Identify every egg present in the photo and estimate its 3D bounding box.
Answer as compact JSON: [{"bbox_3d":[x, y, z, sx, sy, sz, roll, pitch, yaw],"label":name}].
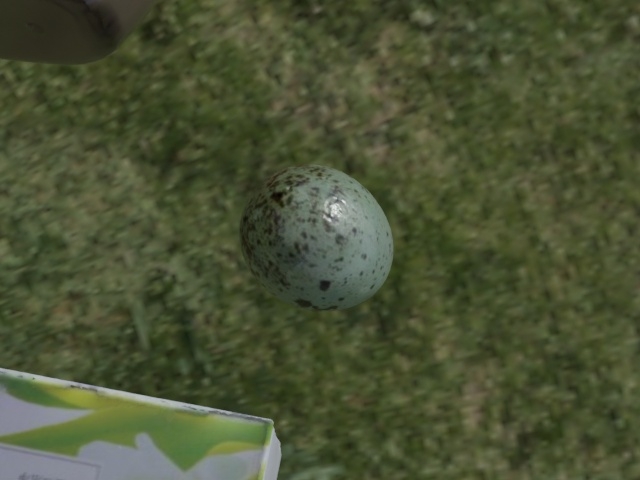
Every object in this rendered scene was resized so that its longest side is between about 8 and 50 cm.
[{"bbox_3d":[0.000,0.000,1.154,0.110,0.085,0.085,23,65,-47],"label":"egg"}]

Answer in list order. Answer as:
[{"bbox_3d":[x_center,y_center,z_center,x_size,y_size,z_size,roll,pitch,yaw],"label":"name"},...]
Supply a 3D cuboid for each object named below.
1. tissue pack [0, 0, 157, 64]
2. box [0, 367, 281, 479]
[{"bbox_3d":[-0.211,-0.298,1.034,0.387,0.267,0.277,52,50,-52],"label":"tissue pack"},{"bbox_3d":[-0.162,0.163,0.953,0.260,0.111,0.194,10,79,0],"label":"box"}]
